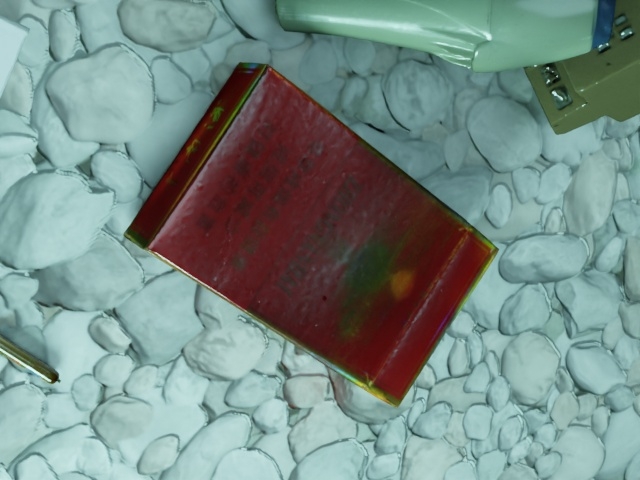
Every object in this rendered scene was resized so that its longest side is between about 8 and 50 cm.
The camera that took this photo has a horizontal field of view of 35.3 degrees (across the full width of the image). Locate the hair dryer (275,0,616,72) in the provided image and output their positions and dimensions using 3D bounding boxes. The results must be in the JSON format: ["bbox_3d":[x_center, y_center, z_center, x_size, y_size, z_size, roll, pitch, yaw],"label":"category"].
[{"bbox_3d":[0.095,-0.275,0.926,0.296,0.119,0.298,-15,70,4],"label":"hair dryer"}]

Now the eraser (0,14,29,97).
[{"bbox_3d":[-0.382,-0.190,0.767,0.298,0.076,0.078,22,92,-26],"label":"eraser"}]

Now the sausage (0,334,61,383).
[{"bbox_3d":[-0.276,0.102,0.908,0.100,0.015,0.015,39,84,-26],"label":"sausage"}]

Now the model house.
[{"bbox_3d":[0.261,-0.253,1.020,0.181,0.176,0.248,9,59,-58],"label":"model house"}]

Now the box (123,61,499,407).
[{"bbox_3d":[-0.001,0.000,0.968,0.313,0.089,0.197,36,84,-25],"label":"box"}]
